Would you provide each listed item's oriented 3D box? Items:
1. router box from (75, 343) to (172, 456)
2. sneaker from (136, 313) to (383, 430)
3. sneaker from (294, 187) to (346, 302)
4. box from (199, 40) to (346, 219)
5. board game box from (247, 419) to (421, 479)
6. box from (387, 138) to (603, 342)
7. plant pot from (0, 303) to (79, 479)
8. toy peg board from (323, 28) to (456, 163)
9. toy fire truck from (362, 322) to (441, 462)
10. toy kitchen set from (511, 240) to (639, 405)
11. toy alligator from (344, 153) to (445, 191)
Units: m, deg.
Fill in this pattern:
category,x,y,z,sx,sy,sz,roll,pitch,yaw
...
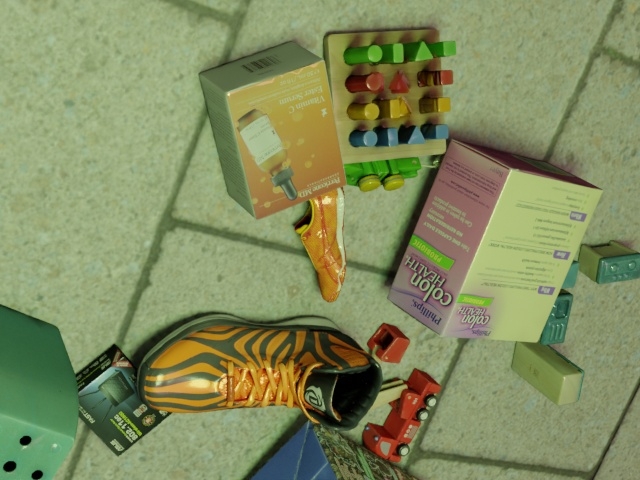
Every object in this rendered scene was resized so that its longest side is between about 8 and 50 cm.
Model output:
category,x,y,z,sx,sy,sz,roll,pitch,yaw
router box,-0.261,0.205,1.461,0.092,0.038,0.122,-39,125,-7
sneaker,-0.060,0.172,1.453,0.321,0.180,0.124,-9,110,-30
sneaker,0.000,0.000,1.504,0.067,0.064,0.175,-6,112,-4
box,-0.055,-0.133,1.381,0.130,0.091,0.170,-23,121,-18
board game box,0.026,0.427,1.635,0.232,0.141,0.291,-46,126,12
box,0.240,0.005,1.569,0.213,0.117,0.243,7,109,-43
plant pot,-0.370,0.189,1.274,0.165,0.234,0.165,28,97,-35
toy peg board,0.097,-0.181,1.423,0.161,0.079,0.160,-8,98,-25
toy fire truck,0.101,0.226,1.663,0.135,0.047,0.192,21,102,-34
toy kitchen set,0.406,0.122,1.733,0.166,0.122,0.207,-6,115,-26
toy alligator,0.089,-0.092,1.510,0.190,0.056,0.051,-4,159,-35
